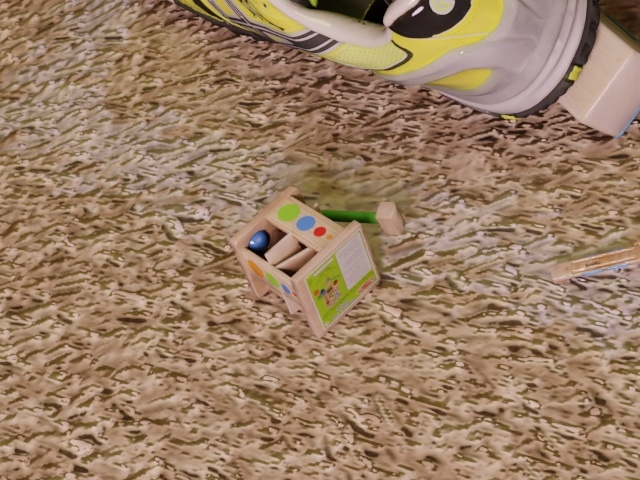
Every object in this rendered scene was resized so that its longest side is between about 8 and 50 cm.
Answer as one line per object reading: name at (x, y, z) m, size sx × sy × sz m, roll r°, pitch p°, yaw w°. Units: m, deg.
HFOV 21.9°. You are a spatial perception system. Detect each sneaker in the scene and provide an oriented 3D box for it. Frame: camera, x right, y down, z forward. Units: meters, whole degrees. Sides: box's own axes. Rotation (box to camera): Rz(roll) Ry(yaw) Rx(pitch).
sneaker at (-0.010, -0.190, 1.022) m, size 0.384 × 0.147 × 0.145 m, roll 21°, pitch 94°, yaw 41°

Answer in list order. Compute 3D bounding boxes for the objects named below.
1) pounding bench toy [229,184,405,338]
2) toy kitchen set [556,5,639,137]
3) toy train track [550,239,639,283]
pounding bench toy at (0.000, 0.000, 0.953) m, size 0.083 × 0.052 × 0.065 m, roll -43°, pitch 50°, yaw -19°
toy kitchen set at (0.235, -0.164, 1.011) m, size 0.207 × 0.166 × 0.122 m, roll -56°, pitch 44°, yaw 19°
toy train track at (0.169, 0.012, 0.913) m, size 0.083 × 0.014 × 0.048 m, roll -13°, pitch 54°, yaw 15°
